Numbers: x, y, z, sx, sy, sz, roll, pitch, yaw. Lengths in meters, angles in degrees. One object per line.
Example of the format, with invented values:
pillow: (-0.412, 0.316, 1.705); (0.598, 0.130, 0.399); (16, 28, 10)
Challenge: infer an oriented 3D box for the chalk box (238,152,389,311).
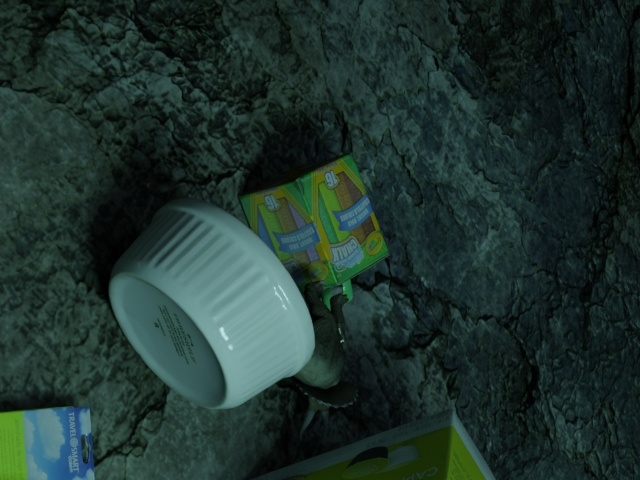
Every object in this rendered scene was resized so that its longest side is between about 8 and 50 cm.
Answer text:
chalk box: (0.000, 0.000, 1.786); (0.132, 0.132, 0.213); (-31, 103, -45)

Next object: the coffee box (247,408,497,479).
coffee box: (0.086, 0.480, 1.540); (0.338, 0.337, 0.334); (59, 21, -18)

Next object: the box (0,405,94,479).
box: (-0.351, 0.253, 1.431); (0.178, 0.042, 0.109); (2, 80, -46)

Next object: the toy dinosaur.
toy dinosaur: (-0.012, 0.141, 1.668); (0.313, 0.121, 0.160); (68, 8, -59)

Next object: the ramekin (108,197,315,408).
ramekin: (-0.148, 0.090, 1.531); (0.127, 0.273, 0.273); (-40, 110, -30)
